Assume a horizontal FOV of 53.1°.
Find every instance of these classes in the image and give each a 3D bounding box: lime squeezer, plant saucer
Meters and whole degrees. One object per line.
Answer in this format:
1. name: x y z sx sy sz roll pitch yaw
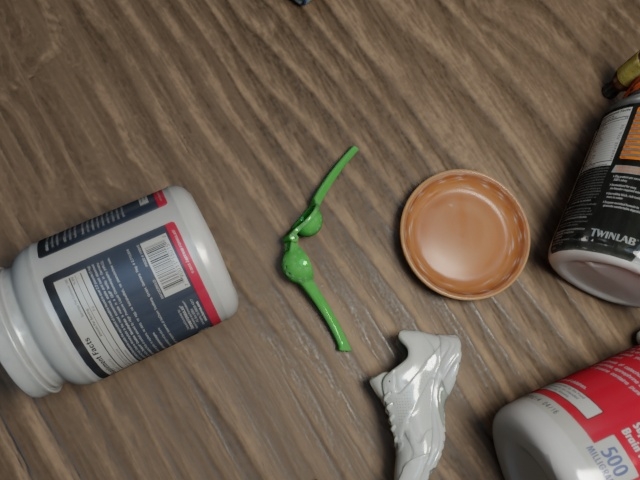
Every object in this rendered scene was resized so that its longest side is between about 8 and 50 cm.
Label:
1. lime squeezer: 0.000 0.000 0.928 0.110 0.059 0.310 4 77 -6
2. plant saucer: 0.214 -0.007 0.964 0.200 0.037 0.200 1 78 -6

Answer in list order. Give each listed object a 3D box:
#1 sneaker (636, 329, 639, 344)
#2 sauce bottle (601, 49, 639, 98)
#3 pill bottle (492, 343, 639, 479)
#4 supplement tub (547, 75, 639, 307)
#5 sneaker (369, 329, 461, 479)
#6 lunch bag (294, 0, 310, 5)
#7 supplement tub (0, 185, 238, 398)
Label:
1. sneaker: 0.548 0.126 0.976 0.158 0.061 0.065 -6 52 -9
2. sauce bottle: 0.483 -0.259 0.999 0.042 0.128 0.042 1 79 -7
3. pill bottle: 0.458 0.250 0.842 0.407 0.229 0.229 -21 82 -10
4. supplement tub: 0.474 -0.076 0.929 0.193 0.193 0.316 27 77 -1
5. sneaker: 0.118 0.232 0.888 0.115 0.090 0.232 15 68 3
6. lunch bag: -0.052 -0.481 0.958 0.090 0.176 0.219 -36 84 -12
7. supplement tub: -0.260 0.063 0.815 0.272 0.191 0.191 -25 82 -11
